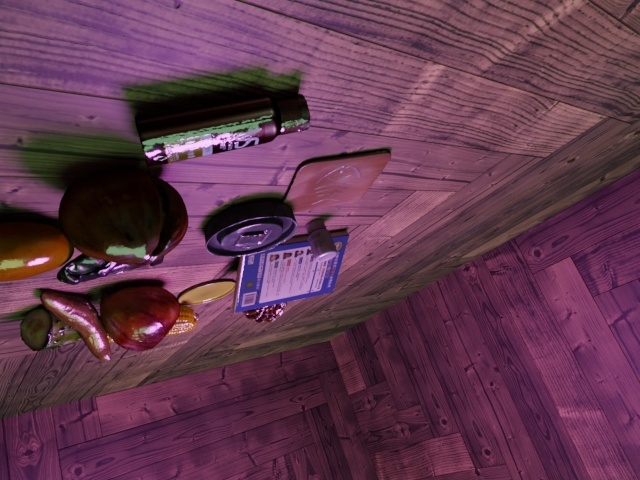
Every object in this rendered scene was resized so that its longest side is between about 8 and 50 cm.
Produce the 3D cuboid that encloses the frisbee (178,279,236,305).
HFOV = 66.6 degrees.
[{"bbox_3d":[-0.447,0.206,1.932,0.235,0.017,0.236,-19,161,-7],"label":"frisbee"}]

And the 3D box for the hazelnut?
[{"bbox_3d":[-0.407,-0.039,1.017,0.217,0.217,0.251,-33,158,33],"label":"hazelnut"}]

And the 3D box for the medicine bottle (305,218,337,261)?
[{"bbox_3d":[0.000,0.000,1.648,0.080,0.130,0.080,-18,160,-7],"label":"medicine bottle"}]

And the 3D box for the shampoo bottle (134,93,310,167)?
[{"bbox_3d":[-0.181,-0.218,0.942,0.322,0.084,0.129,-15,163,-18],"label":"shampoo bottle"}]

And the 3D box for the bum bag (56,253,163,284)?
[{"bbox_3d":[-0.506,0.037,1.259,0.144,0.095,0.340,-34,171,25],"label":"bum bag"}]

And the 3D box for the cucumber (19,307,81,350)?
[{"bbox_3d":[-0.843,0.286,1.604,0.134,0.134,0.244,-25,169,12],"label":"cucumber"}]

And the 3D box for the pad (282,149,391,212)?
[{"bbox_3d":[0.039,-0.163,1.412,0.286,0.018,0.284,-13,160,-23],"label":"pad"}]

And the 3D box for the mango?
[{"bbox_3d":[-0.647,0.020,1.068,0.151,0.120,0.221,-26,169,39],"label":"mango"}]

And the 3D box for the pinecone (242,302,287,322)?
[{"bbox_3d":[-0.224,0.231,1.972,0.207,0.208,0.208,-18,161,-6],"label":"pinecone"}]

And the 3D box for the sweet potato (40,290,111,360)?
[{"bbox_3d":[-0.754,0.244,1.539,0.092,0.114,0.342,-10,132,11],"label":"sweet potato"}]

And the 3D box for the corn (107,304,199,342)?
[{"bbox_3d":[-0.651,0.318,1.873,0.363,0.120,0.120,-4,156,-28],"label":"corn"}]

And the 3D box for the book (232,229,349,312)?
[{"bbox_3d":[-0.106,0.113,1.799,0.427,0.039,0.300,-8,130,-30],"label":"book"}]

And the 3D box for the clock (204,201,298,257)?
[{"bbox_3d":[-0.207,-0.029,1.451,0.280,0.055,0.281,-15,161,-5],"label":"clock"}]

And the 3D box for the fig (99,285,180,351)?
[{"bbox_3d":[-0.600,0.255,1.627,0.224,0.224,0.263,-33,157,32],"label":"fig"}]
